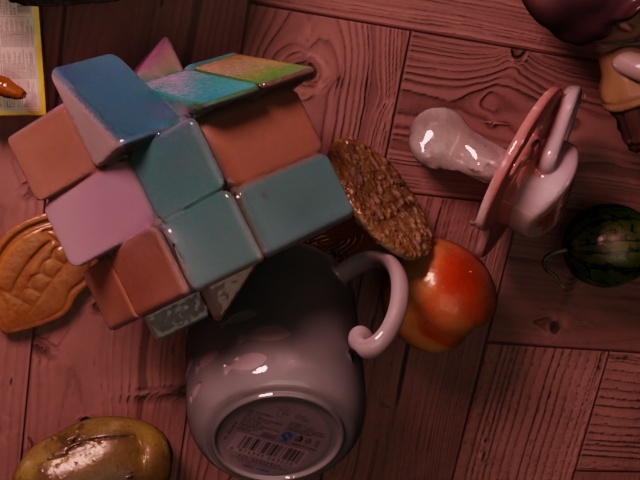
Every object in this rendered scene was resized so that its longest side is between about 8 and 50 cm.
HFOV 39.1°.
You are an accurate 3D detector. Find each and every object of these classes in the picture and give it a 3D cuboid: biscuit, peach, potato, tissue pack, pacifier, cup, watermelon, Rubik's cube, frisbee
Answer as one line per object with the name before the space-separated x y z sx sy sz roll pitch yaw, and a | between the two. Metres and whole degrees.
biscuit | 0.088 -0.062 1.321 0.220 0.219 0.033 38 120 -23
peach | 0.181 0.084 1.414 0.184 0.184 0.184 -5 110 -14
potato | -0.348 0.358 1.378 0.248 0.143 0.169 -15 122 -10
tissue pack | -0.415 -0.256 1.193 0.095 0.062 0.176 -3 110 -12
pacifier | 0.272 -0.106 1.336 0.273 0.332 0.220 -7 72 8
cup | -0.024 0.155 1.267 0.357 0.274 0.259 -32 124 20
watermelon | 0.454 0.012 1.478 0.187 0.140 0.140 -8 110 -8
Rubik's cube | -0.162 -0.081 1.167 0.387 0.368 0.358 -27 92 -4
biscuit | -0.409 0.041 1.315 0.142 0.029 0.220 40 95 -23
frisbee | 0.000 0.000 1.408 0.192 0.035 0.192 -4 109 -13

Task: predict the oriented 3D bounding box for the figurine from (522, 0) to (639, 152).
figurine | 0.437 -0.314 1.287 0.206 0.218 0.365 -29 110 33

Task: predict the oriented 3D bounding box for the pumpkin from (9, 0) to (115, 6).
pumpkin | -0.286 -0.434 1.063 0.328 0.257 0.291 -24 86 -17

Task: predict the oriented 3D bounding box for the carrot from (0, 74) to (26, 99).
carrot | -0.529 -0.253 1.136 0.336 0.069 0.069 26 100 -9
